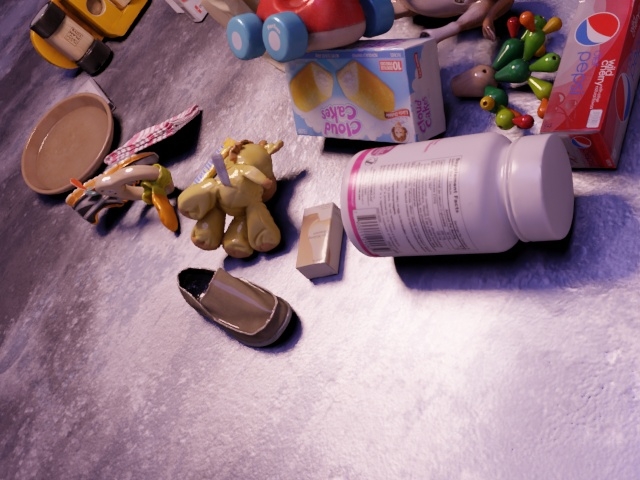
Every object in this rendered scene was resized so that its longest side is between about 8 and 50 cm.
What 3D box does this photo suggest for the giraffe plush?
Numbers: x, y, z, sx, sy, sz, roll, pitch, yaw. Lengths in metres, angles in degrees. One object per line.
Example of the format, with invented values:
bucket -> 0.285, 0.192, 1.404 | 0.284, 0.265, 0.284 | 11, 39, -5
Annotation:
giraffe plush -> -0.137, -0.097, 1.260 | 0.181, 0.210, 0.170 | 10, 36, 8

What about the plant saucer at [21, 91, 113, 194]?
plant saucer -> -0.606, -0.231, 1.751 | 0.278, 0.041, 0.278 | -11, 63, 23

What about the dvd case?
dvd case -> -0.642, -0.299, 1.863 | 0.238, 0.029, 0.179 | -45, 44, 1

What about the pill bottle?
pill bottle -> 0.183, -0.060, 0.984 | 0.283, 0.160, 0.160 | -3, 59, 35

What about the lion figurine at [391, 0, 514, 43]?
lion figurine -> 0.212, -0.422, 1.225 | 0.240, 0.142, 0.392 | -26, 45, -30

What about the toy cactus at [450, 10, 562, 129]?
toy cactus -> 0.276, -0.255, 1.107 | 0.180, 0.112, 0.219 | -5, 66, 46

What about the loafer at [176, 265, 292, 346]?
loafer -> -0.152, 0.100, 1.174 | 0.251, 0.087, 0.094 | 12, 68, 41

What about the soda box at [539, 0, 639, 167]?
soda box -> 0.386, -0.230, 1.000 | 0.083, 0.092, 0.263 | 5, 64, 40

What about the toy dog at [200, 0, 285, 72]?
toy dog -> -0.035, -0.572, 1.452 | 0.408, 0.284, 0.395 | -50, 25, 1

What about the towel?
towel -> -0.364, -0.233, 1.564 | 0.197, 0.029, 0.144 | -20, 20, 25

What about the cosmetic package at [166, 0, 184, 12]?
cosmetic package -> -0.382, -0.688, 1.796 | 0.085, 0.231, 0.117 | 8, 65, 40

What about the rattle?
rattle -> -0.390, -0.070, 1.440 | 0.199, 0.130, 0.143 | -9, 88, -7

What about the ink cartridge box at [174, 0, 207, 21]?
ink cartridge box -> -0.302, -0.653, 1.774 | 0.045, 0.145, 0.179 | 20, 73, 49

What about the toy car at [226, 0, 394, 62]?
toy car -> -0.029, -0.424, 1.142 | 0.219, 0.238, 0.210 | -24, 26, -31

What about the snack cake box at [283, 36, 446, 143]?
snack cake box -> 0.068, -0.249, 1.196 | 0.264, 0.152, 0.089 | 12, 31, 42

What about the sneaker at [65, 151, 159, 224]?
sneaker -> -0.433, -0.116, 1.549 | 0.215, 0.083, 0.084 | -36, 8, -11

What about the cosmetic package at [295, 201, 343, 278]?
cosmetic package -> 0.000, 0.000, 1.164 | 0.060, 0.041, 0.115 | -14, 53, 29

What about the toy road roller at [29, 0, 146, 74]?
toy road roller -> -0.658, -0.628, 1.992 | 0.240, 0.202, 0.329 | 18, 74, 54

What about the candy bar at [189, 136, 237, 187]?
candy bar -> -0.223, -0.139, 1.445 | 0.040, 0.018, 0.161 | 29, 79, 45
